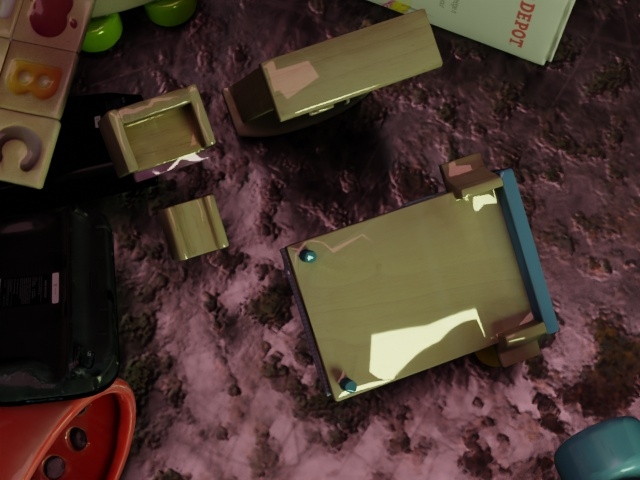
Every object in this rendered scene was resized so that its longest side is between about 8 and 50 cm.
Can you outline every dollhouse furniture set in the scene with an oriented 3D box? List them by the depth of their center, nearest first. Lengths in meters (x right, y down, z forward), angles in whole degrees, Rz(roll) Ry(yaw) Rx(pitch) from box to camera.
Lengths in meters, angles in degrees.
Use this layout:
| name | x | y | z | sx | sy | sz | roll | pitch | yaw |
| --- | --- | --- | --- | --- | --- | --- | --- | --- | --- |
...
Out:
| name | x | y | z | sx | sy | sz | roll | pitch | yaw |
| --- | --- | --- | --- | --- | --- | --- | --- | --- | --- |
| dollhouse furniture set | 0.000 | 0.000 | 0.946 | 0.287 | 0.198 | 0.303 | -20 | 95 | -12 |

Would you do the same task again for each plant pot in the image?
| name | x | y | z | sx | sy | sz | roll | pitch | yaw |
| --- | --- | --- | --- | --- | --- | --- | --- | --- | --- |
| plant pot | -0.262 | 0.159 | 0.872 | 0.174 | 0.191 | 0.191 | 25 | 74 | 15 |

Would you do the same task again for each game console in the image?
| name | x | y | z | sx | sy | sz | roll | pitch | yaw |
| --- | --- | --- | --- | --- | --- | --- | --- | --- | --- |
| game console | -0.235 | -0.004 | 0.908 | 0.213 | 0.044 | 0.361 | -13 | 40 | -2 |

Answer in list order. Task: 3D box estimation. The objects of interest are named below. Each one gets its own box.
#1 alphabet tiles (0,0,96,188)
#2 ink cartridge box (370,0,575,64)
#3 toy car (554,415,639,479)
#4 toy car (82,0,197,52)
| name | x | y | z | sx | sy | sz | roll | pitch | yaw |
| --- | --- | --- | --- | --- | --- | --- | --- | --- | --- |
| alphabet tiles | -0.362 | -0.156 | 0.918 | 0.343 | 0.011 | 0.285 | 12 | 79 | 9 |
| ink cartridge box | 0.093 | -0.300 | 0.989 | 0.306 | 0.226 | 0.131 | 21 | 75 | 6 |
| toy car | 0.203 | 0.289 | 0.849 | 0.238 | 0.210 | 0.219 | -34 | 59 | 20 |
| toy car | -0.209 | -0.302 | 1.044 | 0.149 | 0.155 | 0.188 | -20 | 61 | -5 |
